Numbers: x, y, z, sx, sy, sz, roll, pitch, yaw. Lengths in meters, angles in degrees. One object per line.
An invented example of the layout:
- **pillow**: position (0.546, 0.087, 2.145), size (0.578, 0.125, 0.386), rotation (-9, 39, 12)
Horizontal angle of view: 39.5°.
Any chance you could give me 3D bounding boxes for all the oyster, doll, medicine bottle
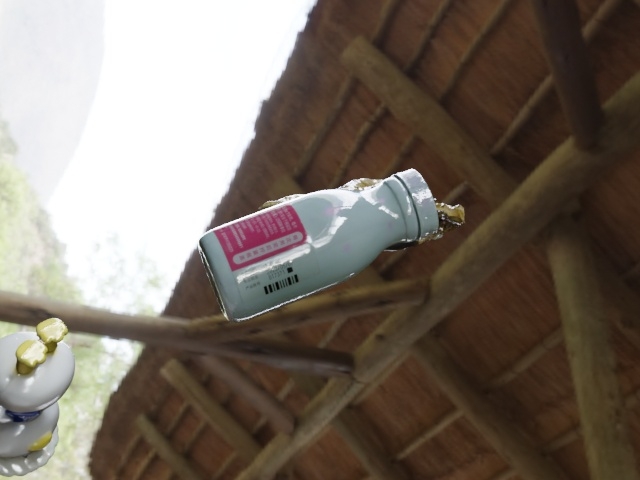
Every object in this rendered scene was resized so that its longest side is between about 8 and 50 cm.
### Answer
- **oyster**: position (0.048, -0.020, 1.140), size (0.078, 0.345, 0.129), rotation (51, -45, 40)
- **doll**: position (-0.372, 0.204, 1.120), size (0.138, 0.119, 0.293), rotation (-47, 173, -47)
- **medicine bottle**: position (0.000, 0.000, 0.836), size (0.090, 0.216, 0.090), rotation (159, -90, -79)
